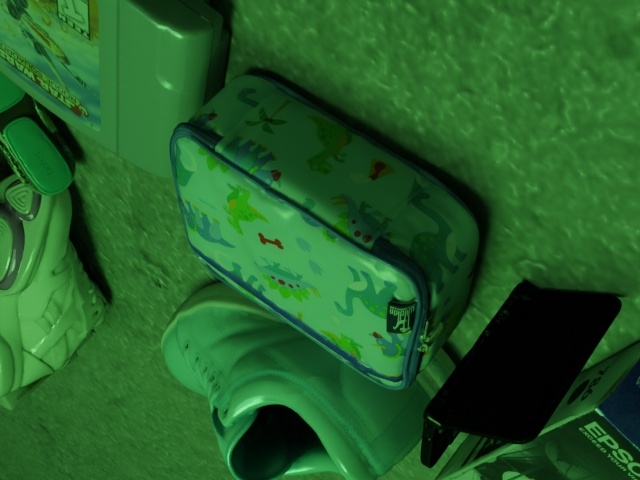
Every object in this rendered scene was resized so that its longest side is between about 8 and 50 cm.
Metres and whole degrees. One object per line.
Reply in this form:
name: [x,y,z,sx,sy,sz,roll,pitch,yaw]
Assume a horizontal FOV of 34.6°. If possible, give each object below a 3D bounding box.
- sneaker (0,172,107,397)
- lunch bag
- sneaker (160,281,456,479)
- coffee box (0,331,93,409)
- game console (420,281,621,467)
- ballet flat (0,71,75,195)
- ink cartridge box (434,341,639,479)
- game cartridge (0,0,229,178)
sneaker: [-0.303,0.037,1.127,0.114,0.152,0.305,48,133,30]
lunch bag: [0.000,0.000,0.720,0.219,0.090,0.176,34,152,19]
sneaker: [-0.058,0.129,0.890,0.366,0.150,0.135,-4,125,52]
coffee box: [-0.403,0.062,1.230,0.098,0.141,0.246,13,140,44]
game console: [0.124,0.091,0.648,0.071,0.122,0.107,29,148,23]
ballet flat: [-0.286,-0.125,0.935,0.070,0.070,0.188,15,136,40]
ink cartridge box: [0.212,0.173,0.710,0.165,0.065,0.332,42,149,4]
game cartridge: [-0.200,-0.176,0.771,0.297,0.062,0.198,37,146,11]
